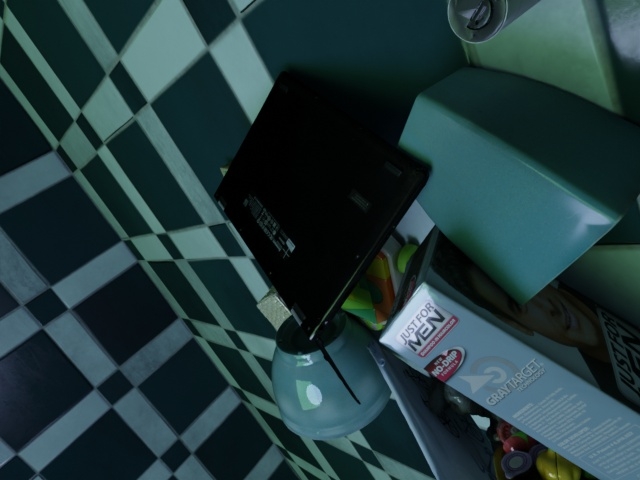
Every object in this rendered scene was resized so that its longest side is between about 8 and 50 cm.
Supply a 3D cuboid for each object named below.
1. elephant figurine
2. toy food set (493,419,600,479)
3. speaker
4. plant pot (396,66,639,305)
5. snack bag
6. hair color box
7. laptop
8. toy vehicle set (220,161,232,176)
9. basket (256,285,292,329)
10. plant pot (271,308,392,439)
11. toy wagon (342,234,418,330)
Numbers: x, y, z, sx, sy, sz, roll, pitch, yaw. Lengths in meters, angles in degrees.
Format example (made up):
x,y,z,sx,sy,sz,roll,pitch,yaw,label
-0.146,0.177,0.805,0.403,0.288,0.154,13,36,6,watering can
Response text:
x,y,z,sx,sy,sz,roll,pitch,yaw,label
0.325,0.292,0.761,0.239,0.169,0.186,34,137,10,elephant figurine
0.299,0.275,0.595,0.128,0.218,0.071,-11,88,15,toy food set
0.176,-0.235,0.409,0.055,0.136,0.055,31,145,25,speaker
0.215,-0.086,0.506,0.234,0.165,0.166,42,148,18,plant pot
0.240,0.361,0.793,0.342,0.037,0.323,38,-167,-31,snack bag
0.279,0.137,0.552,0.374,0.185,0.114,31,125,4,hair color box
0.000,0.000,0.748,0.408,0.236,0.382,-57,47,17,laptop
-0.131,-0.061,1.049,0.165,0.035,0.267,13,134,43,toy vehicle set
-0.088,0.165,1.176,0.113,0.103,0.167,49,147,-4,basket
0.007,0.275,1.014,0.292,0.293,0.197,10,128,44,plant pot
0.089,0.086,0.917,0.267,0.068,0.345,18,137,39,toy wagon
